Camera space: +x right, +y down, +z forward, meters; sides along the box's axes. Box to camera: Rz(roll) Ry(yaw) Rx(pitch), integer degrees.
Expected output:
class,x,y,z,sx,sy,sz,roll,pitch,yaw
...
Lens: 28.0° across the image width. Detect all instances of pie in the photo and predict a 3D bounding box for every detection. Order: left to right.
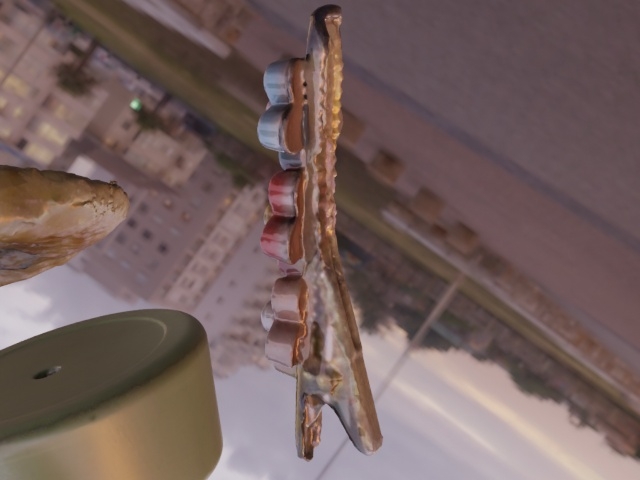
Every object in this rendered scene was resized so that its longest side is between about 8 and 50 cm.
class,x,y,z,sx,sy,sz,roll,pitch,yaw
pie,-0.202,-0.003,0.752,0.052,0.185,0.218,69,-164,7

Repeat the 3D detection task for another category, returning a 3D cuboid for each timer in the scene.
class,x,y,z,sx,sy,sz,roll,pitch,yaw
timer,-0.201,0.259,1.178,0.291,0.291,0.315,-140,32,-75

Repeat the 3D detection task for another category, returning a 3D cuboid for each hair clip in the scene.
class,x,y,z,sx,sy,sz,roll,pitch,yaw
hair clip,-0.006,0.000,0.598,0.056,0.213,0.062,-2,-170,24
